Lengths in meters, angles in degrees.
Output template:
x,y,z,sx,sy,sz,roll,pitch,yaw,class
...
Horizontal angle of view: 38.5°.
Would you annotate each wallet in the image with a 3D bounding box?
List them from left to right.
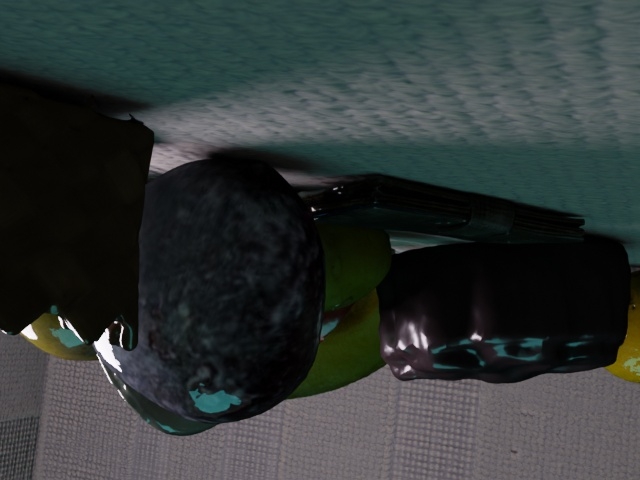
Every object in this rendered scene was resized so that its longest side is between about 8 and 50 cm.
x,y,z,sx,sy,sz,roll,pitch,yaw,class
0.139,-0.025,1.053,0.317,0.044,0.169,8,175,-34,wallet

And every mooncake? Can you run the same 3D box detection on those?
x,y,z,sx,sy,sz,roll,pitch,yaw,class
0.263,0.104,1.359,0.381,0.212,0.350,-8,165,26,mooncake

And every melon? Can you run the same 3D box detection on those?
x,y,z,sx,sy,sz,roll,pitch,yaw,class
0.004,0.112,1.576,0.343,0.331,0.226,12,143,-24,melon

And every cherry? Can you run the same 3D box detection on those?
x,y,z,sx,sy,sz,roll,pitch,yaw,class
-0.116,0.057,0.939,0.255,0.296,0.218,34,-152,34,cherry

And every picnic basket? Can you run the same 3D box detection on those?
x,y,z,sx,sy,sz,roll,pitch,yaw,class
-0.294,0.036,0.682,0.291,0.321,0.254,11,177,-36,picnic basket

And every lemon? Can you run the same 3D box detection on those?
x,y,z,sx,sy,sz,roll,pitch,yaw,class
0.651,0.168,1.780,0.253,0.228,0.228,2,176,-4,lemon

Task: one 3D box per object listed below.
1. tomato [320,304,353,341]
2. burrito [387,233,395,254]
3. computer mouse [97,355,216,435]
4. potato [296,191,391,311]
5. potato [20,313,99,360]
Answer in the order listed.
x,y,z,sx,sy,sz,roll,pitch,yaw,class
-0.003,0.047,1.356,0.139,0.200,0.233,35,180,0,tomato
0.000,0.000,1.501,0.275,0.059,0.082,7,-153,-32,burrito
-0.146,0.128,1.152,0.095,0.197,0.331,-42,171,32,computer mouse
-0.029,0.021,1.148,0.253,0.149,0.186,0,158,-25,potato
-0.283,0.055,1.287,0.269,0.219,0.359,-36,152,16,potato
